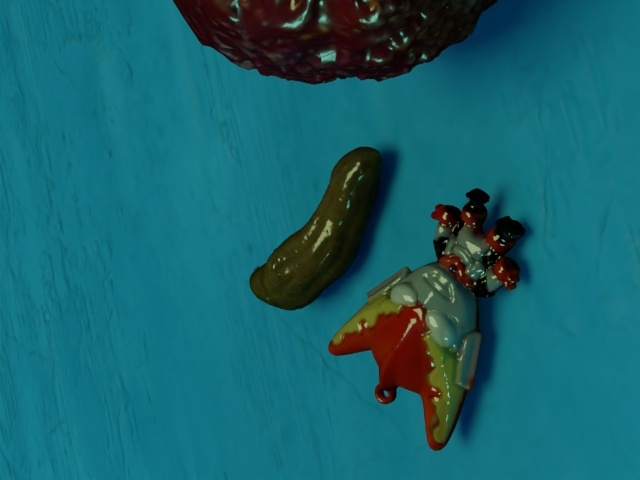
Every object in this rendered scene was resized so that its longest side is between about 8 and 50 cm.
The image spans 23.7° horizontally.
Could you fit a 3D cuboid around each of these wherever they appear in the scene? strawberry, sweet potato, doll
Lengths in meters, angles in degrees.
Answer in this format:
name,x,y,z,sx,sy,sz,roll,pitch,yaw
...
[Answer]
name,x,y,z,sx,sy,sz,roll,pitch,yaw
strawberry,0.026,-0.205,0.895,0.274,0.220,0.274,-26,44,27
sweet potato,0.002,0.001,1.099,0.053,0.054,0.182,36,131,-3
doll,0.077,0.044,0.995,0.109,0.057,0.169,42,118,22
